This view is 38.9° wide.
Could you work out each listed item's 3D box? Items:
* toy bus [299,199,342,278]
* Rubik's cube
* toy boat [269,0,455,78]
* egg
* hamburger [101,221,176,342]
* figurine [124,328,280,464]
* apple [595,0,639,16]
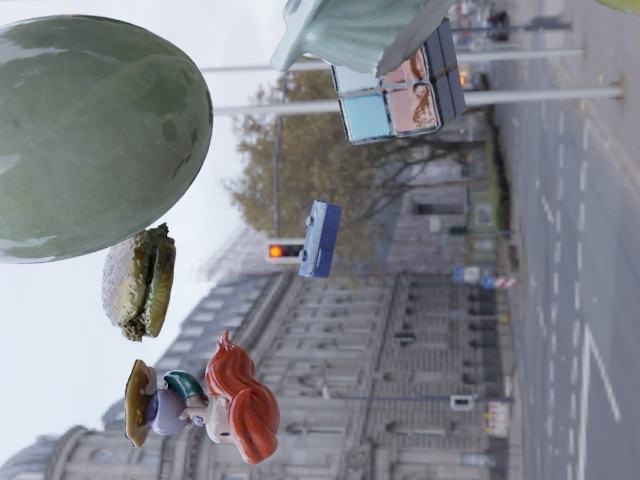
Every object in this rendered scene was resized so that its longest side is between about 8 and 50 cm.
[{"bbox_3d":[0.000,0.000,1.748,0.061,0.051,0.153,14,93,58],"label":"toy bus"},{"bbox_3d":[0.135,-0.279,1.565,0.167,0.180,0.183,-39,-63,-60],"label":"Rubik's cube"},{"bbox_3d":[0.064,-0.234,0.855,0.290,0.100,0.199,-44,-10,-45],"label":"toy boat"},{"bbox_3d":[-0.287,-0.107,0.966,0.258,0.352,0.258,-10,-90,-90],"label":"egg"},{"bbox_3d":[-0.337,0.080,1.675,0.215,0.122,0.189,-97,29,-42],"label":"hamburger"},{"bbox_3d":[-0.193,0.274,1.570,0.208,0.257,0.181,-78,-9,-62],"label":"figurine"},{"bbox_3d":[0.360,-0.340,0.838,0.295,0.257,0.233,116,141,-49],"label":"apple"}]
